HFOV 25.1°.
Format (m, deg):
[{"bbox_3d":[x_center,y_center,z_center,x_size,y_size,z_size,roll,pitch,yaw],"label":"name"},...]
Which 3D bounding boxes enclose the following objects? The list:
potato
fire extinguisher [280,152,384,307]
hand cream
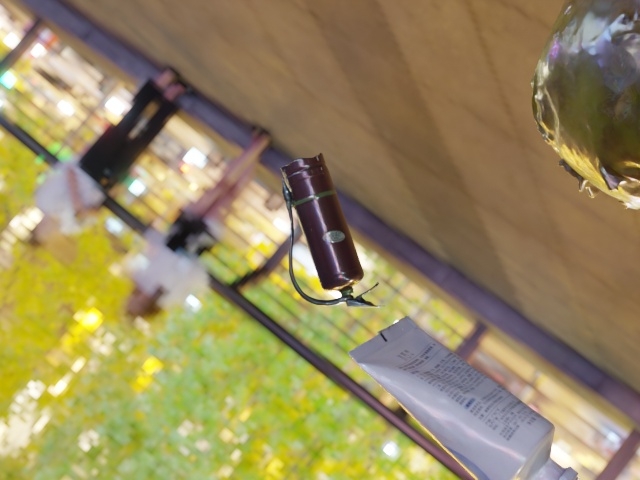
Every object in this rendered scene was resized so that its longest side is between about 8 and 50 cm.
[{"bbox_3d":[0.298,-0.172,1.196,0.246,0.299,0.196,3,178,36],"label":"potato"},{"bbox_3d":[0.000,0.000,1.355,0.045,0.078,0.157,138,113,-82],"label":"fire extinguisher"},{"bbox_3d":[0.085,0.101,0.828,0.142,0.053,0.084,38,-154,15],"label":"hand cream"}]
